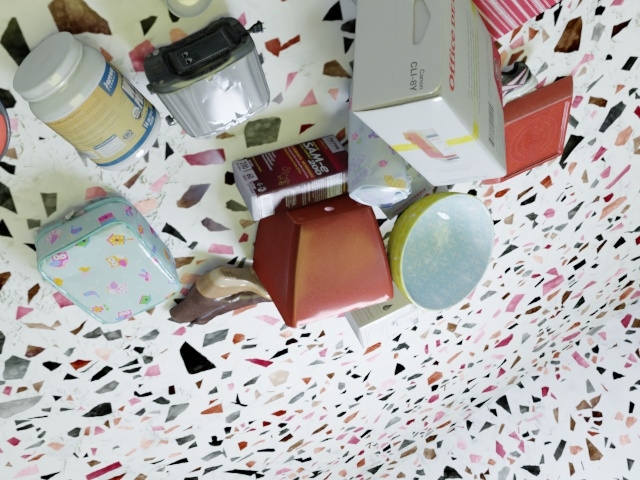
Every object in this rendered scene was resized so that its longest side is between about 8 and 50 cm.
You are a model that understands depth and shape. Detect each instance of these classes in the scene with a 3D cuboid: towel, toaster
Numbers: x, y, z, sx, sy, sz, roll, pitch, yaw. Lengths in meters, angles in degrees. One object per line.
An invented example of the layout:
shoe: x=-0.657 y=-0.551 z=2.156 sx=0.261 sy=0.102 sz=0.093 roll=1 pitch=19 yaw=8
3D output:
towel: x=0.337 y=-0.463 z=1.160 sx=0.274 sy=0.031 sz=0.198 roll=-26 pitch=154 yaw=35
toaster: x=-0.185 y=-0.285 z=1.041 sx=0.227 sy=0.129 sz=0.146 roll=-29 pitch=144 yaw=-6

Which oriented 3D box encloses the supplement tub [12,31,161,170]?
supplement tub: x=-0.377 y=-0.224 z=0.968 sx=0.144 sy=0.144 sz=0.200 roll=-36 pitch=140 yaw=6

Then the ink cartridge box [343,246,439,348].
ink cartridge box: x=0.192 y=0.136 z=1.629 sx=0.283 sy=0.207 sz=0.117 roll=-25 pitch=141 yaw=-8

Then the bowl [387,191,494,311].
bowl: x=0.258 y=0.008 z=1.413 sx=0.289 sy=0.156 sz=0.290 roll=-12 pitch=113 yaw=-29

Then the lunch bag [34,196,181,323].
lunch bag: x=-0.444 y=0.048 z=1.230 sx=0.224 sy=0.108 sz=0.279 roll=-25 pitch=138 yaw=1

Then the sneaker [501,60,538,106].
sneaker: x=0.414 y=-0.358 z=1.388 sx=0.178 sy=0.072 sz=0.077 roll=-34 pitch=117 yaw=6

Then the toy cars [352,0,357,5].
toy cars: x=0.216 y=-0.527 z=1.067 sx=0.393 sy=0.087 sz=0.176 roll=-18 pitch=138 yaw=-15

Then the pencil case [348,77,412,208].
pencil case: x=0.116 y=-0.208 z=1.190 sx=0.124 sy=0.273 sz=0.113 roll=-10 pitch=162 yaw=31

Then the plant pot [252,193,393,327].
plant pot: x=0.000 y=0.000 z=1.355 sx=0.267 sy=0.267 sz=0.236 roll=-13 pitch=125 yaw=-19

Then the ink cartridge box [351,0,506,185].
ink cartridge box: x=0.213 y=-0.296 z=1.085 sx=0.160 sy=0.279 sz=0.384 roll=-5 pitch=164 yaw=30

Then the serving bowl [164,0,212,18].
serving bowl: x=-0.219 y=-0.409 z=0.967 sx=0.083 sy=0.027 sz=0.083 roll=-17 pitch=137 yaw=-17

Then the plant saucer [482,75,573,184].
plant saucer: x=0.554 y=-0.274 z=1.560 sx=0.259 sy=0.048 sz=0.258 roll=-25 pitch=139 yaw=-9

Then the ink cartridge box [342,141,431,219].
ink cartridge box: x=0.149 y=-0.161 z=1.363 sx=0.128 sy=0.127 sz=0.176 roll=-37 pitch=138 yaw=6

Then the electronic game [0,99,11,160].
electronic game: x=-0.621 y=-0.181 z=0.938 sx=0.229 sy=0.048 sz=0.229 roll=-17 pitch=137 yaw=-16

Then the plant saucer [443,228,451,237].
plant saucer: x=0.313 y=-0.057 z=1.565 sx=0.029 sy=0.168 sz=0.168 roll=34 pitch=113 yaw=-12

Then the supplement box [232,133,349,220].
supplement box: x=-0.053 y=-0.138 z=1.263 sx=0.239 sy=0.130 sz=0.073 roll=-18 pitch=138 yaw=-16

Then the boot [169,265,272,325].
boot: x=-0.233 y=0.149 z=1.502 sx=0.248 sy=0.090 sz=0.207 roll=18 pitch=132 yaw=-43
